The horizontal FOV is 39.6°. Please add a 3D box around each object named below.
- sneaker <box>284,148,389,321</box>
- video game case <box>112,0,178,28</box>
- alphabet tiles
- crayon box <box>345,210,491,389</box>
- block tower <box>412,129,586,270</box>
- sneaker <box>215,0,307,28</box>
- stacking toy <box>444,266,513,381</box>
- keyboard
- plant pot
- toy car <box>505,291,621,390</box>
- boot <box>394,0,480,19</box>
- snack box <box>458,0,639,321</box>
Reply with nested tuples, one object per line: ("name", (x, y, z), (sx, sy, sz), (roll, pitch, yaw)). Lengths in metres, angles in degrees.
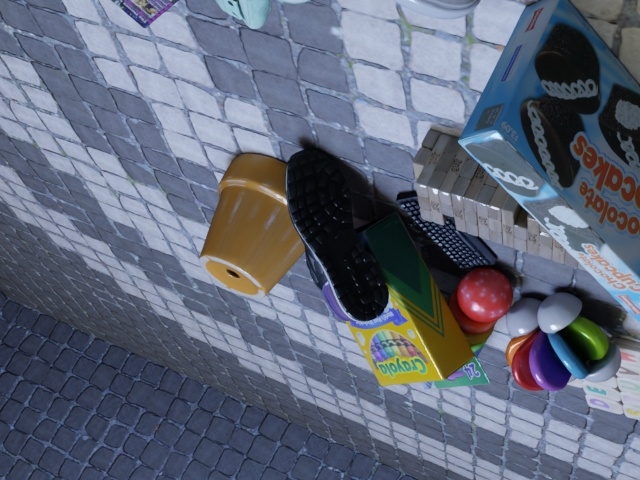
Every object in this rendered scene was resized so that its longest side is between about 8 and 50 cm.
("sneaker", (0.000, 0.000, 1.402), (0.124, 0.107, 0.283), (-18, 93, 67))
("video game case", (-0.263, -0.386, 1.114), (0.232, 0.042, 0.210), (39, 154, -22))
("alphabet tiles", (0.519, 0.242, 1.547), (0.277, 0.021, 0.284), (13, 153, 32))
("crayon box", (0.128, 0.128, 1.497), (0.323, 0.083, 0.203), (60, 151, -3))
("block tower", (0.282, -0.041, 1.148), (0.335, 0.091, 0.097), (19, 155, 23))
("sneaker", (-0.056, -0.285, 0.958), (0.256, 0.094, 0.151), (45, 167, 39))
("stacking toy", (0.247, 0.141, 1.535), (0.141, 0.141, 0.330), (27, 150, 3))
("keyboard", (0.187, -0.013, 1.394), (0.108, 0.023, 0.180), (-3, 141, 51))
("plant pot", (-0.107, -0.012, 1.513), (0.205, 0.188, 0.205), (24, 156, 11))
("toy car", (0.369, 0.178, 1.410), (0.159, 0.136, 0.182), (50, 152, -12))
("boot", (0.069, -0.314, 0.821), (0.258, 0.095, 0.123), (35, 163, -12))
("snack box", (0.297, -0.078, 0.935), (0.322, 0.187, 0.060), (40, 154, -25))
